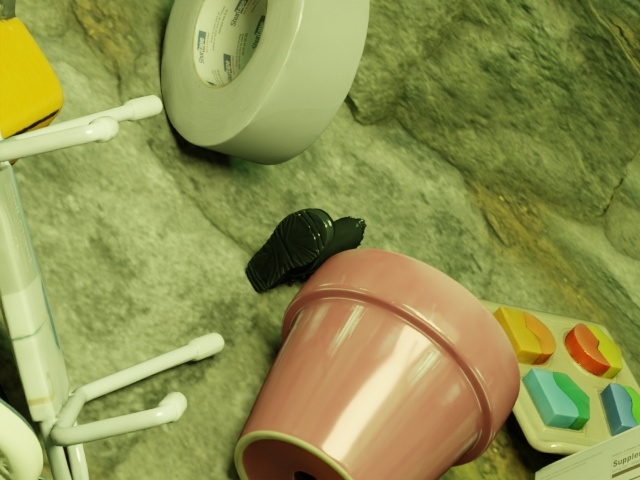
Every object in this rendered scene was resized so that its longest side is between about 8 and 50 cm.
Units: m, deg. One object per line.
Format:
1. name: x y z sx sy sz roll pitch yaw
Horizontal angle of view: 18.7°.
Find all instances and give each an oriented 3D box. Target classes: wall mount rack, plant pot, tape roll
1. wall mount rack: -0.163 0.016 1.440 0.304 0.131 0.350 -98 175 -84
2. plant pot: 0.032 0.137 1.547 0.201 0.201 0.180 43 55 -6
3. tape roll: -0.052 -0.179 1.700 0.072 0.219 0.219 14 49 -34

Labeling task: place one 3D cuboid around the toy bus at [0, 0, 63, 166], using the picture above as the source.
1. toy bus: -0.346 -0.197 1.509 0.332 0.130 0.108 50 39 2

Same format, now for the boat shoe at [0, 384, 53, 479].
1. boat shoe: -0.219 0.206 1.298 0.127 0.113 0.340 19 46 -31

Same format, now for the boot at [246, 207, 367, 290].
1. boot: 0.000 0.000 1.680 0.099 0.121 0.045 -18 73 -43

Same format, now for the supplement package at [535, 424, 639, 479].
1. supplement package: 0.345 0.275 1.681 0.262 0.204 0.145 25 54 -27

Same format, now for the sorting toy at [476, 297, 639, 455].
1. sorting toy: 0.236 0.128 1.811 0.193 0.038 0.208 12 34 -36

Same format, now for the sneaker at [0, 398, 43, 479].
1. sneaker: -0.323 0.053 1.266 0.350 0.131 0.148 27 36 3
